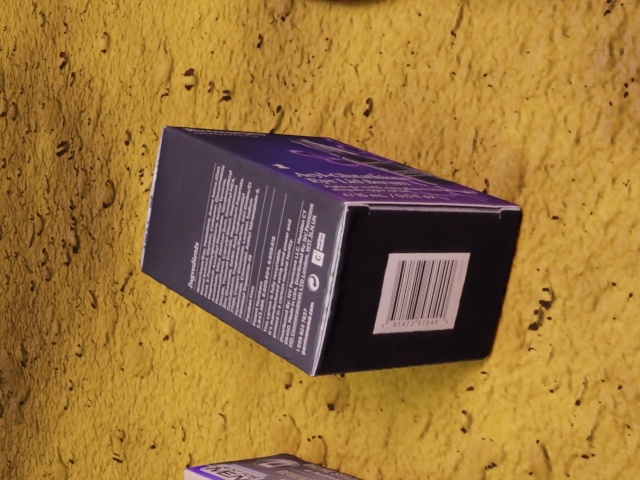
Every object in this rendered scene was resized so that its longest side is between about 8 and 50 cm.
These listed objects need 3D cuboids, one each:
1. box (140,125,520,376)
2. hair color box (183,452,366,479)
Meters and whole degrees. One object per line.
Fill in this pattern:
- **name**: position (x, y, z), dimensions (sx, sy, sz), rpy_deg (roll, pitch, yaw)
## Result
- **box**: position (0.000, 0.000, 0.776), dimensions (0.207, 0.153, 0.108), rpy_deg (25, 109, 46)
- **hair color box**: position (-0.013, 0.339, 0.835), dimensions (0.185, 0.110, 0.338), rpy_deg (5, 92, 51)
